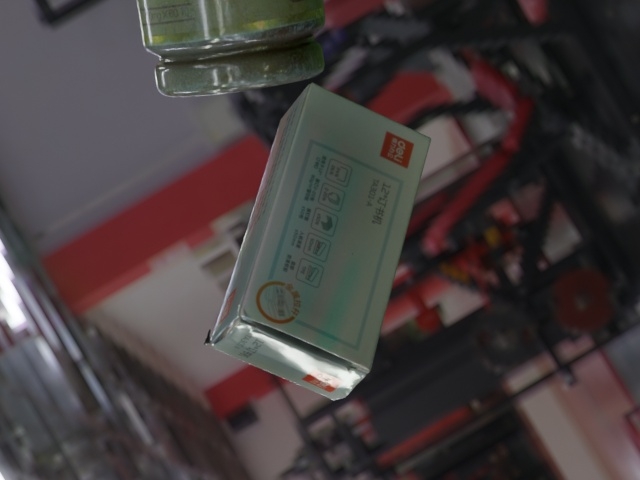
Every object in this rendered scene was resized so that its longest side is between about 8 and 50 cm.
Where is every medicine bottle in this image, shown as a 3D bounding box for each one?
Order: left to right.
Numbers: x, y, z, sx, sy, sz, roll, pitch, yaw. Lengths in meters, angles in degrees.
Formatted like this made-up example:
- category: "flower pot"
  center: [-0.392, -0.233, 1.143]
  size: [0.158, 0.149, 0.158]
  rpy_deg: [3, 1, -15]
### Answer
- category: "medicine bottle"
  center: [-0.086, -0.284, 1.597]
  size: [0.151, 0.151, 0.322]
  rpy_deg: [-123, 24, -80]

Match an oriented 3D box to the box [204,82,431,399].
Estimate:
- category: "box"
  center: [0.000, 0.000, 1.790]
  size: [0.135, 0.269, 0.079]
  rpy_deg: [23, 148, -13]
